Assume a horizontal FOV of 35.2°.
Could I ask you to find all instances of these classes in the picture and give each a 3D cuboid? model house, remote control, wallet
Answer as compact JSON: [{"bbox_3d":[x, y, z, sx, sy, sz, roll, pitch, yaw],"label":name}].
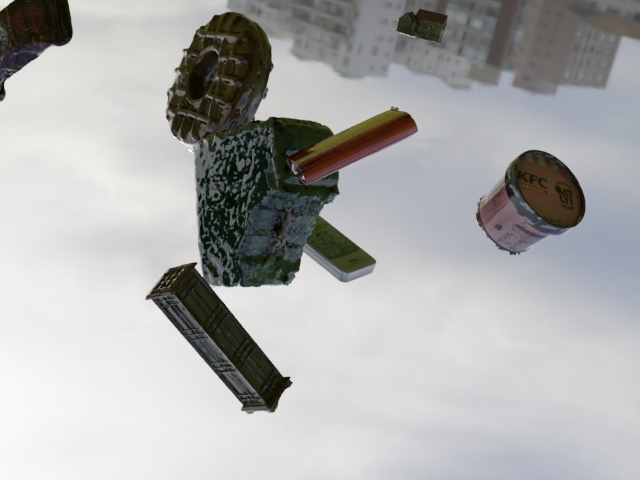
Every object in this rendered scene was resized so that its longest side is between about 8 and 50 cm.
[{"bbox_3d":[0.196,-0.416,1.941,0.083,0.058,0.057,19,-170,18],"label":"model house"},{"bbox_3d":[0.000,0.000,2.102,0.103,0.034,0.250,-18,-135,-41],"label":"remote control"},{"bbox_3d":[0.048,-0.155,1.654,0.204,0.045,0.142,-26,-164,-6],"label":"wallet"}]

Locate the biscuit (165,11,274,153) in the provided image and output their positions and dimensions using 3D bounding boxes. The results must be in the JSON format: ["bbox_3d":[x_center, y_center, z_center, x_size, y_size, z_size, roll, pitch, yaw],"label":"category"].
[{"bbox_3d":[-0.227,-0.346,2.227,0.103,0.332,0.332,20,-169,-38],"label":"biscuit"}]

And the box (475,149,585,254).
[{"bbox_3d":[0.350,-0.056,1.718,0.151,0.135,0.151,17,-127,-24],"label":"box"}]

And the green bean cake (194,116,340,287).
[{"bbox_3d":[-0.101,-0.064,1.922,0.169,0.308,0.300,2,176,-40],"label":"green bean cake"}]

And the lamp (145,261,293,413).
[{"bbox_3d":[-0.187,0.189,1.904,0.090,0.325,0.089,-12,-146,44],"label":"lamp"}]

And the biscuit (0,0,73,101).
[{"bbox_3d":[-0.552,-0.368,1.843,0.063,0.235,0.151,16,-132,-55],"label":"biscuit"}]
